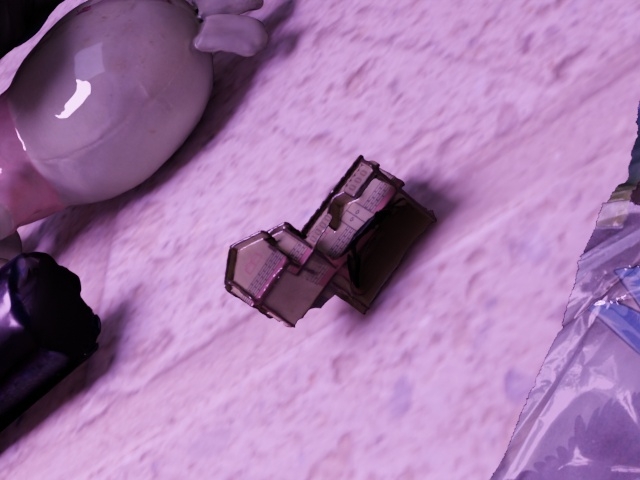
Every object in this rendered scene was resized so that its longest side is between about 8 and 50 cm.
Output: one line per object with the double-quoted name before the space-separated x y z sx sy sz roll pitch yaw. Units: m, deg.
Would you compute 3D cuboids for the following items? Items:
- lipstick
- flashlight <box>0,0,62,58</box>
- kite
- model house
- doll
"lipstick" -0.284 0.141 0.912 0.418 0.077 0.077 -37 31 27
"flashlight" -0.195 -0.172 0.998 0.103 0.103 0.424 -37 9 25
"kite" 0.134 -0.013 0.548 0.169 0.015 0.310 -23 39 42
"model house" 0.000 0.000 0.685 0.083 0.057 0.058 -53 33 0
"doll" -0.155 -0.068 0.927 0.275 0.113 0.155 -42 26 19
